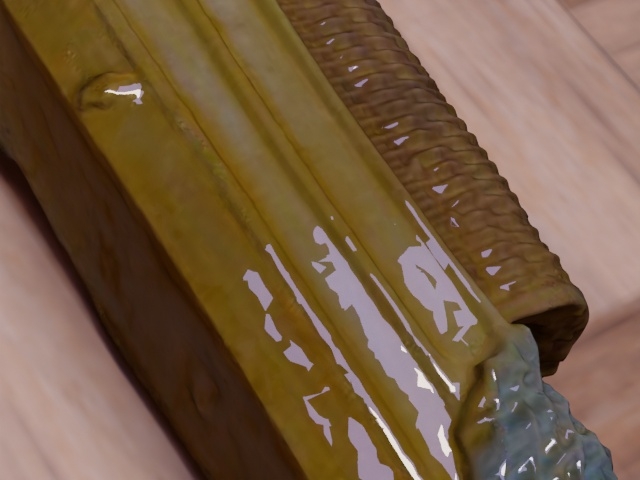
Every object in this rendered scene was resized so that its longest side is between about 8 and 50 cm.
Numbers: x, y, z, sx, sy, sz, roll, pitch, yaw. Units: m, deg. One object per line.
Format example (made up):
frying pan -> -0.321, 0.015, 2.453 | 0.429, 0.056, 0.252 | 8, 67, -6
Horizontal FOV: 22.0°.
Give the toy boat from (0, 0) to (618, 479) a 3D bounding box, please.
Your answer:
toy boat -> 0.000, 0.000, 0.472 | 0.115, 0.089, 0.310 | -22, 61, -29
